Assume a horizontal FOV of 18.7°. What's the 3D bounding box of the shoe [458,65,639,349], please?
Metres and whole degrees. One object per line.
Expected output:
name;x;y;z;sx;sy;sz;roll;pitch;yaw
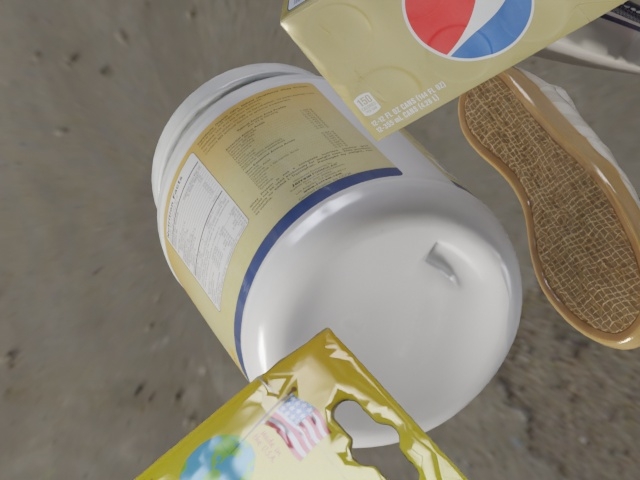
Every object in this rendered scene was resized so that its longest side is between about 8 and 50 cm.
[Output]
shoe;0.146;-0.024;1.080;0.058;0.219;0.076;10;127;-33

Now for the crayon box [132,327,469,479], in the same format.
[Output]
crayon box;-0.055;0.222;1.137;0.318;0.202;0.081;-39;136;-4

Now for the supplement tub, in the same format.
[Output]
supplement tub;0.000;0.000;1.578;0.228;0.316;0.228;-10;119;-19

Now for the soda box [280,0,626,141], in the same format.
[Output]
soda box;0.077;-0.110;0.666;0.181;0.058;0.061;-28;118;24

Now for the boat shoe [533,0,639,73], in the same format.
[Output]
boat shoe;0.157;-0.227;1.443;0.340;0.127;0.158;13;90;-43
